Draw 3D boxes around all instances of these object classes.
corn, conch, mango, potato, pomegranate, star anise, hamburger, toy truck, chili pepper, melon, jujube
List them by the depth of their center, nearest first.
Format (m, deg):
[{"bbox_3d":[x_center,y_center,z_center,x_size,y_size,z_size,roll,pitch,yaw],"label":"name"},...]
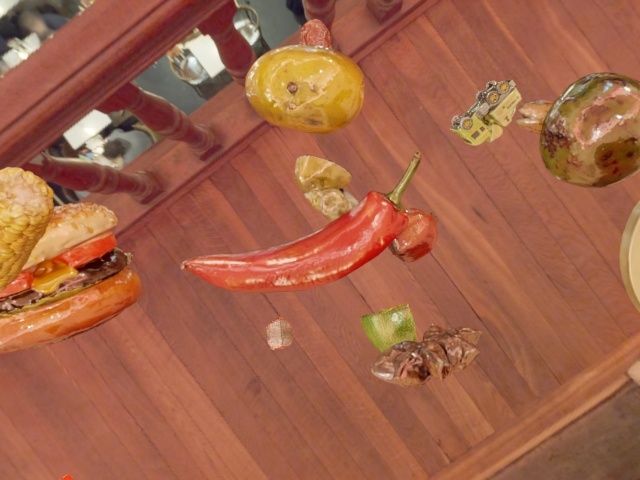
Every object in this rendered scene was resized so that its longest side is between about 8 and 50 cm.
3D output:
[{"bbox_3d":[-0.435,-0.004,0.613,0.310,0.101,0.101,-32,90,43],"label":"corn"},{"bbox_3d":[-0.002,0.007,0.671,0.368,0.092,0.137,-27,134,-5],"label":"chili pepper"},{"bbox_3d":[0.453,-0.193,0.795,0.202,0.248,0.202,-16,120,-30],"label":"pomegranate"},{"bbox_3d":[-0.563,0.065,0.958,0.329,0.330,0.250,-14,101,3],"label":"hamburger"},{"bbox_3d":[-0.045,-0.354,1.067,0.252,0.365,0.182,0,113,-24],"label":"mango"},{"bbox_3d":[0.285,0.304,1.234,0.315,0.315,0.108,-23,93,3],"label":"star anise"},{"bbox_3d":[0.458,-0.339,1.255,0.116,0.085,0.191,42,100,-14],"label":"toy truck"},{"bbox_3d":[0.051,-0.108,1.459,0.106,0.173,0.116,-23,72,43],"label":"conch"},{"bbox_3d":[0.212,0.306,1.490,0.129,0.265,0.169,-14,80,-13],"label":"melon"},{"bbox_3d":[-0.017,-0.647,1.549,0.112,0.109,0.176,-4,93,2],"label":"jujube"},{"bbox_3d":[-0.005,-0.198,1.591,0.202,0.182,0.117,22,69,-13],"label":"potato"}]

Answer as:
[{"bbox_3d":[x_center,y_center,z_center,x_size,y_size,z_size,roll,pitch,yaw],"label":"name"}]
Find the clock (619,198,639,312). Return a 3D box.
[{"bbox_3d":[0.516,0.015,0.621,0.234,0.029,0.235,0,96,-4],"label":"clock"}]

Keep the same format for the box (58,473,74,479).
[{"bbox_3d":[-0.407,0.380,0.520,0.139,0.245,0.035,-42,86,22],"label":"box"}]

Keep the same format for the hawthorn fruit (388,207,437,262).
[{"bbox_3d":[0.287,-0.029,1.448,0.169,0.169,0.188,45,89,0],"label":"hawthorn fruit"}]

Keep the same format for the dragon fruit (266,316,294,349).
[{"bbox_3d":[-0.108,0.252,1.245,0.056,0.060,0.083,-23,70,33],"label":"dragon fruit"}]
